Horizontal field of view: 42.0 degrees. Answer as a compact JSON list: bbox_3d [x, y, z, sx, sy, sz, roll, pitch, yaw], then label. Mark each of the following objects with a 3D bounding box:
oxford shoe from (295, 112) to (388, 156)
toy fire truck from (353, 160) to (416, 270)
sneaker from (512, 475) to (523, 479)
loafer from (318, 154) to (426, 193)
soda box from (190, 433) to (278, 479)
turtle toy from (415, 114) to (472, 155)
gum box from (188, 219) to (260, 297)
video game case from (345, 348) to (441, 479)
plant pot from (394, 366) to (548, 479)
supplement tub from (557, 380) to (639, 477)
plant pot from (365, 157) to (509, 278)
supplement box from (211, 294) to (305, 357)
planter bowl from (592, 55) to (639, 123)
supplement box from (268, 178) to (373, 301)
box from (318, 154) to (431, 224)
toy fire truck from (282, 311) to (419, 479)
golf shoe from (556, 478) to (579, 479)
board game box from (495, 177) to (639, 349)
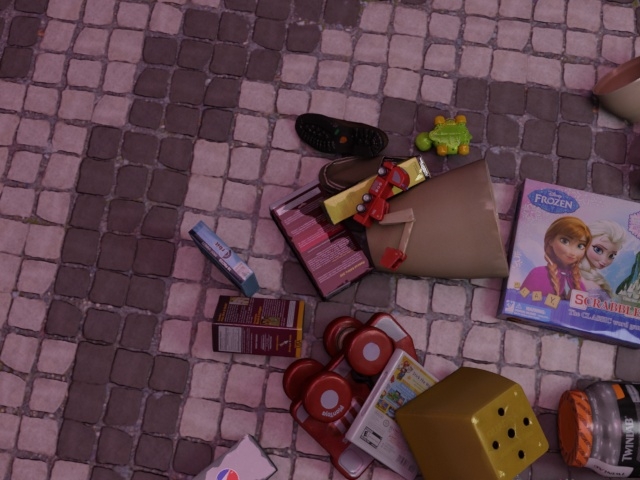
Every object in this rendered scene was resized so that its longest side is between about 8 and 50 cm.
[{"bbox_3d":[0.049,-0.240,1.904,0.227,0.096,0.083,19,110,21],"label":"oxford shoe"},{"bbox_3d":[0.143,-0.050,1.690,0.135,0.047,0.192,31,94,23],"label":"toy fire truck"},{"bbox_3d":[0.367,0.521,1.644,0.090,0.235,0.095,39,100,24],"label":"sneaker"},{"bbox_3d":[0.120,-0.159,1.873,0.251,0.087,0.094,-7,76,-2],"label":"loafer"},{"bbox_3d":[-0.226,0.522,1.695,0.286,0.091,0.098,-38,78,-10],"label":"soda box"},{"bbox_3d":[0.282,-0.232,1.905,0.130,0.066,0.095,-2,76,-1],"label":"turtle toy"},{"bbox_3d":[-0.201,0.044,1.768,0.157,0.184,0.041,43,80,10],"label":"gum box"},{"bbox_3d":[0.171,0.359,1.698,0.227,0.026,0.206,42,74,-36],"label":"video game case"},{"bbox_3d":[0.313,0.380,1.632,0.212,0.187,0.212,-26,92,-31],"label":"plant pot"},{"bbox_3d":[0.657,0.383,1.687,0.315,0.193,0.194,0,76,0],"label":"supplement tub"},{"bbox_3d":[0.243,-0.024,1.779,0.274,0.256,0.257,-11,75,13],"label":"plant pot"},{"bbox_3d":[-0.130,0.182,1.765,0.188,0.081,0.104,4,31,1],"label":"supplement box"},{"bbox_3d":[0.722,-0.337,1.902,0.162,0.162,0.109,-39,105,-10],"label":"planter bowl"},{"bbox_3d":[0.000,0.000,1.840,0.130,0.073,0.239,-29,77,-8],"label":"supplement box"},{"bbox_3d":[0.114,-0.109,1.781,0.232,0.087,0.058,-25,97,-7],"label":"box"},{"bbox_3d":[0.086,0.312,1.734,0.302,0.169,0.254,-45,106,-12],"label":"toy fire truck"},{"bbox_3d":[0.522,0.600,1.595,0.115,0.306,0.140,15,111,-14],"label":"golf shoe"},{"bbox_3d":[0.574,0.050,1.836,0.318,0.066,0.318,12,76,2],"label":"board game box"}]
